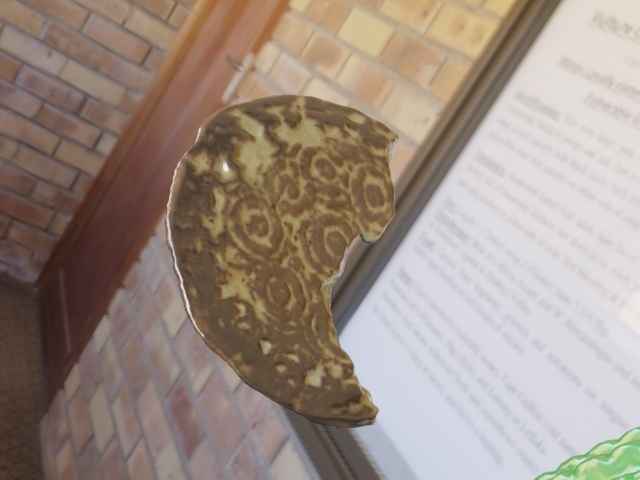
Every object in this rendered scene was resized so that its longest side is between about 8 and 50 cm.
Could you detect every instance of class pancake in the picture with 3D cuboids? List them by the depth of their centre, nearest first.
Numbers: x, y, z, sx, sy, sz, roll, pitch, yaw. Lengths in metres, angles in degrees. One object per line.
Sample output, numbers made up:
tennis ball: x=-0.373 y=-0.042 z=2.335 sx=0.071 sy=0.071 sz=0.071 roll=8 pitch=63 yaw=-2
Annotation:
pancake: x=0.000 y=0.000 z=0.506 sx=0.184 sy=0.020 sz=0.190 roll=50 pitch=55 yaw=0

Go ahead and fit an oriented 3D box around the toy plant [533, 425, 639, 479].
toy plant: x=0.135 y=0.109 z=0.343 sx=0.088 sy=0.240 sz=0.154 roll=54 pitch=4 yaw=13
